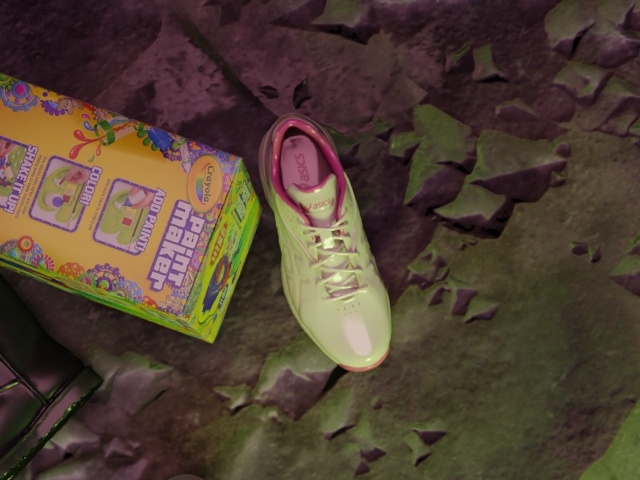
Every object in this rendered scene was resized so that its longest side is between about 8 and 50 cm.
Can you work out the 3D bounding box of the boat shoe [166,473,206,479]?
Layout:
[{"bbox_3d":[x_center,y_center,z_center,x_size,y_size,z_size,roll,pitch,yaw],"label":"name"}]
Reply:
[{"bbox_3d":[-0.089,0.404,1.658,0.118,0.103,0.320,-34,81,-25],"label":"boat shoe"}]

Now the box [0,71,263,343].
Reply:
[{"bbox_3d":[-0.228,-0.028,1.635,0.279,0.290,0.177,19,82,6],"label":"box"}]

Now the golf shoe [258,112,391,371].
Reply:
[{"bbox_3d":[0.000,0.000,1.701,0.115,0.140,0.306,-20,82,-3],"label":"golf shoe"}]

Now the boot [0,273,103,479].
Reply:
[{"bbox_3d":[-0.397,0.170,1.706,0.207,0.094,0.246,42,78,4],"label":"boot"}]
